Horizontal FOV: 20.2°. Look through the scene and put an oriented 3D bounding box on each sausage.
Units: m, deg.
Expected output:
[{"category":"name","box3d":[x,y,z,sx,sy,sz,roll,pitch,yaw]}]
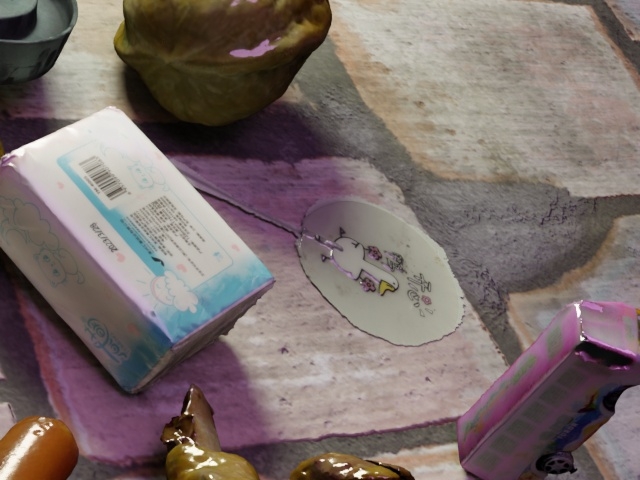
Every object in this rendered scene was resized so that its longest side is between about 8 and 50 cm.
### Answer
[{"category":"sausage","box3d":[-0.283,0.230,1.648,0.076,0.076,0.197,34,36,-4]}]

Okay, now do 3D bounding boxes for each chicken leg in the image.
[{"category":"chicken leg","box3d":[-0.041,0.269,1.667,0.182,0.295,0.409,33,21,-37]}]

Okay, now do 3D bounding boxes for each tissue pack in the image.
[{"category":"tissue pack","box3d":[-0.208,0.007,1.890,0.271,0.124,0.201,48,37,6]}]

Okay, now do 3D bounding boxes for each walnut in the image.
[{"category":"walnut","box3d":[-0.119,-0.267,2.183,0.283,0.227,0.283,-4,27,2]}]

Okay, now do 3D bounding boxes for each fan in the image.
[{"category":"fan","box3d":[0.000,-0.001,2.163,0.415,0.012,0.233,25,38,-17]}]

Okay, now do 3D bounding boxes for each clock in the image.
[{"category":"clock","box3d":[-0.431,-0.284,2.022,0.319,0.066,0.319,20,28,-11]}]

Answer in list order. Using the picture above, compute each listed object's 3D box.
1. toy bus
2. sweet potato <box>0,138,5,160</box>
[{"category":"toy bus","box3d":[0.261,0.172,1.972,0.112,0.274,0.090,20,42,-21]},{"category":"sweet potato","box3d":[-0.403,-0.149,1.950,0.077,0.077,0.243,-9,59,-43]}]
